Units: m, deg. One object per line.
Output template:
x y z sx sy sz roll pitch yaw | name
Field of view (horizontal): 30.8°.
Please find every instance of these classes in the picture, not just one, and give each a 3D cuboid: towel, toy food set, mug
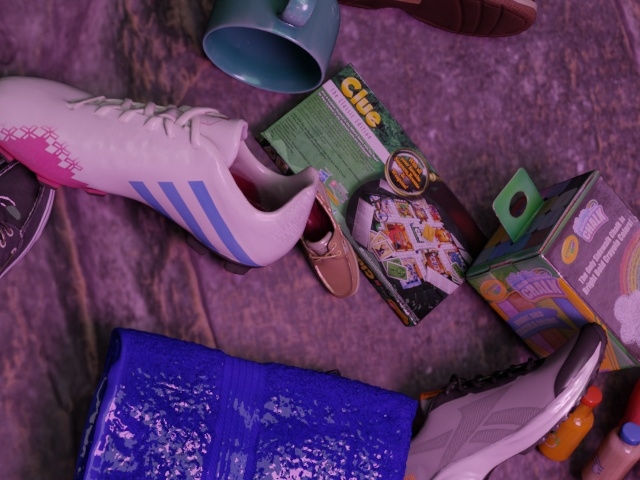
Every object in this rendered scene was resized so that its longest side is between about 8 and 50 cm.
-0.067 0.217 1.062 0.308 0.076 0.228 15 76 -15 | towel
0.291 0.265 1.159 0.111 0.104 0.232 11 46 -8 | toy food set
-0.035 -0.224 1.174 0.129 0.157 0.097 38 61 -45 | mug

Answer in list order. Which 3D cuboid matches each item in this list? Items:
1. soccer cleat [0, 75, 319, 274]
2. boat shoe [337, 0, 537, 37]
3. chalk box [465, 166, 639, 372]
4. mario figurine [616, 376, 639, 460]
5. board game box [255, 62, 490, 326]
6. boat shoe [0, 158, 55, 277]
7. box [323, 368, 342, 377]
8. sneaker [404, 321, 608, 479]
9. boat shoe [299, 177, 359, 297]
-0.153 -0.092 1.103 0.331 0.143 0.116 27 38 -17 | soccer cleat
0.120 -0.298 1.276 0.257 0.095 0.095 11 70 -16 | boat shoe
0.253 0.023 1.217 0.213 0.132 0.132 47 60 -11 | chalk box
0.452 0.256 1.232 0.170 0.198 0.320 -35 96 -9 | mario figurine
0.062 -0.049 1.241 0.136 0.030 0.260 -39 94 -19 | board game box
-0.321 0.006 1.071 0.080 0.076 0.228 40 70 -8 | boat shoe
-0.053 0.244 1.130 0.220 0.051 0.175 -20 86 -21 | box
0.168 0.166 1.150 0.271 0.100 0.108 -40 83 12 | sneaker
0.000 0.000 1.186 0.050 0.045 0.135 -22 97 15 | boat shoe
